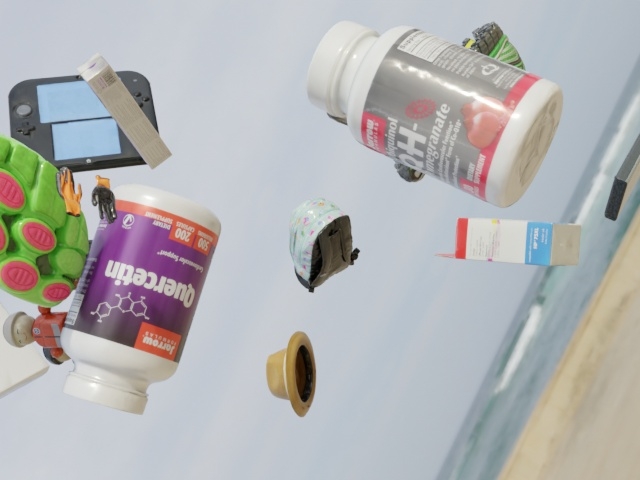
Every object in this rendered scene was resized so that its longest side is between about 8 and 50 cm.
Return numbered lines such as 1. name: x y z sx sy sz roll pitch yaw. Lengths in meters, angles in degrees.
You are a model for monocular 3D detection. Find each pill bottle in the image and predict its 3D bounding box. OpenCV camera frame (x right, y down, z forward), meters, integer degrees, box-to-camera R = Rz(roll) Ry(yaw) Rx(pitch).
1. pill bottle: -0.276 0.089 1.418 0.181 0.181 0.323 60 -135 -75
2. pill bottle: 0.147 -0.183 1.271 0.176 0.318 0.176 -48 -27 -33

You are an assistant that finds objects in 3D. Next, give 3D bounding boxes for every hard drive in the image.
1. hard drive: -0.720 0.182 1.871 0.210 0.319 0.040 -30 -16 -44
2. hard drive: 0.462 -0.106 1.397 0.135 0.022 0.094 -54 -23 -28

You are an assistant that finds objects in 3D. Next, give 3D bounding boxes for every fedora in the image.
1. fedora: -0.068 0.289 2.041 0.194 0.079 0.194 -3 -90 -73

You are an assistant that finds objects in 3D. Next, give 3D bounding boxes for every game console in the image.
1. game console: -0.639 -0.321 2.545 0.060 0.386 0.342 96 162 -49

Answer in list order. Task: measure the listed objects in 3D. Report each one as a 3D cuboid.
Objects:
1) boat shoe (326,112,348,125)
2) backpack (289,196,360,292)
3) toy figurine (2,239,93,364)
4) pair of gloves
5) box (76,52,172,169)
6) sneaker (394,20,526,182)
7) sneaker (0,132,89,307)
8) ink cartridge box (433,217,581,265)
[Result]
1. boat shoe: 0.072 -0.231 1.775 0.038 0.125 0.046 -106 36 -75
2. backpack: 0.000 0.000 1.977 0.152 0.115 0.182 -39 -31 -28
3. toy figurine: -0.427 0.104 1.605 0.213 0.148 0.210 49 -138 -66
4. pair of gloves: -0.288 -0.055 1.159 0.083 0.074 0.010 16 -44 -44
5. box: -0.445 -0.291 2.159 0.067 0.063 0.324 -38 -38 -6
6. sneaker: 0.263 -0.237 1.729 0.343 0.146 0.134 -51 14 -11
7. sneaker: -0.511 -0.083 1.260 0.483 0.202 0.185 43 -114 -31
8. ink cartridge box: 0.335 0.000 1.703 0.134 0.231 0.078 1 -87 -54
